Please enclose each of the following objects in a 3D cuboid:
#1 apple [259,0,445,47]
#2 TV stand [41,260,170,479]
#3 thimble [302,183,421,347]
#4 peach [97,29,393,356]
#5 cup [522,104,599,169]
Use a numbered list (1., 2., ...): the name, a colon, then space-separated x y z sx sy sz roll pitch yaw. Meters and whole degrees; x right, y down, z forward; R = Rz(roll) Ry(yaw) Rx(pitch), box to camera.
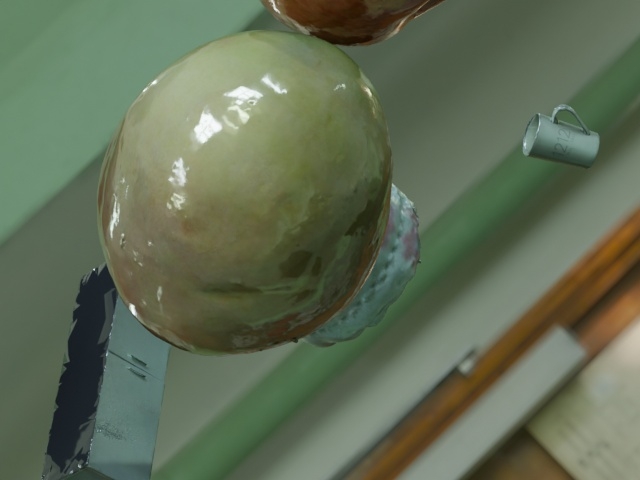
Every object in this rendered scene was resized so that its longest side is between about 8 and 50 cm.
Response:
1. apple: 0.057 -0.300 1.733 0.272 0.206 0.251 -37 9 -29
2. TV stand: -0.214 0.145 1.963 0.088 0.083 0.269 -30 41 36
3. thimble: 0.000 0.000 2.049 0.211 0.185 0.149 -43 -56 13
4. peach: -0.071 -0.045 1.646 0.292 0.247 0.292 -35 31 25
5. cup: 0.299 -0.130 2.349 0.054 0.083 0.075 -125 50 -77
